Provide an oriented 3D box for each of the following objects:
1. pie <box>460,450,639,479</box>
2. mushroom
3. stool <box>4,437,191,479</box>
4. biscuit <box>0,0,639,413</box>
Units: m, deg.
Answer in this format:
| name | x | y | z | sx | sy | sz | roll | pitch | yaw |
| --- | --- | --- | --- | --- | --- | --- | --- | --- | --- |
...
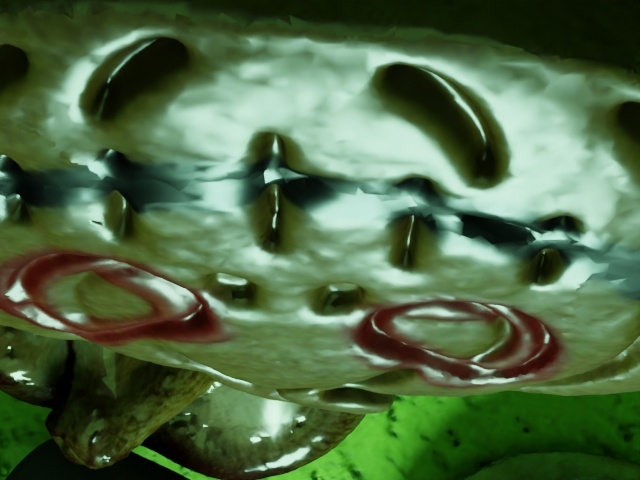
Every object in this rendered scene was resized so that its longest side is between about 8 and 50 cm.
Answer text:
| name | x | y | z | sx | sy | sz | roll | pitch | yaw |
| --- | --- | --- | --- | --- | --- | --- | --- | --- | --- |
| pie | 0.157 | 0.245 | 0.876 | 0.274 | 0.055 | 0.274 | 1 | 112 | 3 |
| mushroom | -0.072 | 0.023 | 0.764 | 0.231 | 0.138 | 0.194 | 34 | 95 | -23 |
| stool | -0.127 | 0.195 | 0.828 | 0.139 | 0.228 | 0.153 | 33 | 78 | -37 |
| biscuit | 0.000 | 0.001 | 0.571 | 0.367 | 0.063 | 0.314 | 6 | 150 | 0 |
